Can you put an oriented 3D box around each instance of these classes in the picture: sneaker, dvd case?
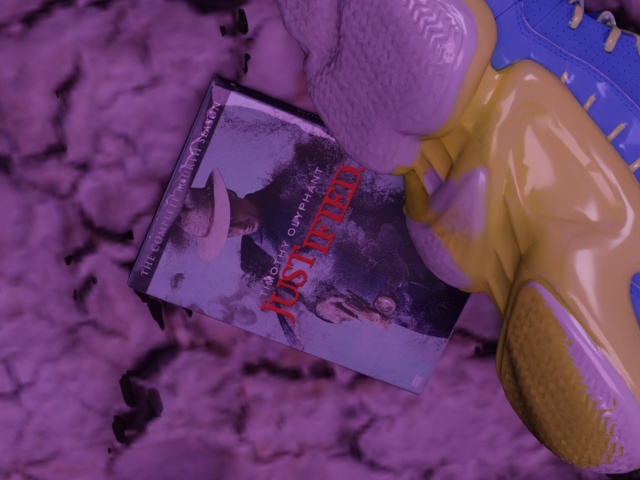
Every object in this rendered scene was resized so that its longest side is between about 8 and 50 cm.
[{"bbox_3d":[0.079,-0.047,0.577,0.126,0.091,0.240,-31,98,-25],"label":"sneaker"},{"bbox_3d":[0.000,0.000,0.619,0.119,0.013,0.087,22,110,-9],"label":"dvd case"}]
